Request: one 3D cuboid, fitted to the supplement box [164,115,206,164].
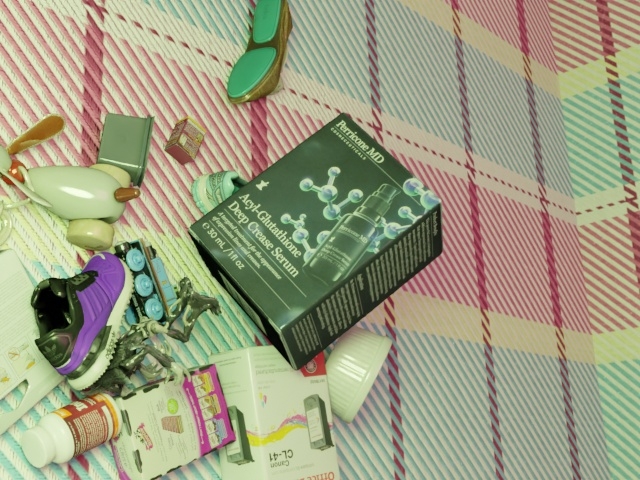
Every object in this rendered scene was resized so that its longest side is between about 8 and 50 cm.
[{"bbox_3d":[-0.280,-0.208,1.836,0.055,0.043,0.083,42,48,-32],"label":"supplement box"}]

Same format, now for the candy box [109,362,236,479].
[{"bbox_3d":[-0.277,0.334,1.627,0.233,0.071,0.159,-14,87,-50],"label":"candy box"}]

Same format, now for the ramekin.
[{"bbox_3d":[0.064,0.284,1.935,0.109,0.207,0.207,28,48,4],"label":"ramekin"}]

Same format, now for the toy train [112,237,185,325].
[{"bbox_3d":[-0.328,0.082,1.658,0.105,0.080,0.184,-23,94,-58],"label":"toy train"}]

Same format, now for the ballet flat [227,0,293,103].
[{"bbox_3d":[-0.125,-0.419,2.055,0.124,0.116,0.342,56,35,-48],"label":"ballet flat"}]

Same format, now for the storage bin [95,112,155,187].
[{"bbox_3d":[-0.376,-0.177,1.691,0.091,0.098,0.135,12,65,-16],"label":"storage bin"}]

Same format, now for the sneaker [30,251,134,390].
[{"bbox_3d":[-0.407,0.096,1.481,0.146,0.102,0.293,47,24,-32],"label":"sneaker"}]

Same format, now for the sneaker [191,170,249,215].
[{"bbox_3d":[-0.138,-0.051,1.880,0.283,0.122,0.110,36,52,-36],"label":"sneaker"}]

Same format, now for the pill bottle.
[{"bbox_3d":[-0.413,0.316,1.468,0.152,0.086,0.086,-21,93,-50],"label":"pill bottle"}]

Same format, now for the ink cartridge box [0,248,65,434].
[{"bbox_3d":[-0.542,0.181,1.393,0.275,0.060,0.238,-46,122,-47],"label":"ink cartridge box"}]

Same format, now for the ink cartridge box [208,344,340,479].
[{"bbox_3d":[-0.090,0.367,1.783,0.226,0.131,0.306,3,73,-48],"label":"ink cartridge box"}]

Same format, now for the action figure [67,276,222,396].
[{"bbox_3d":[-0.293,0.195,1.533,0.276,0.164,0.141,-42,119,-23],"label":"action figure"}]

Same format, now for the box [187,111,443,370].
[{"bbox_3d":[0.000,0.000,1.727,0.395,0.293,0.212,-38,153,-13],"label":"box"}]

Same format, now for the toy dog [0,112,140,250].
[{"bbox_3d":[-0.447,-0.102,1.519,0.334,0.161,0.220,3,74,-48],"label":"toy dog"}]
